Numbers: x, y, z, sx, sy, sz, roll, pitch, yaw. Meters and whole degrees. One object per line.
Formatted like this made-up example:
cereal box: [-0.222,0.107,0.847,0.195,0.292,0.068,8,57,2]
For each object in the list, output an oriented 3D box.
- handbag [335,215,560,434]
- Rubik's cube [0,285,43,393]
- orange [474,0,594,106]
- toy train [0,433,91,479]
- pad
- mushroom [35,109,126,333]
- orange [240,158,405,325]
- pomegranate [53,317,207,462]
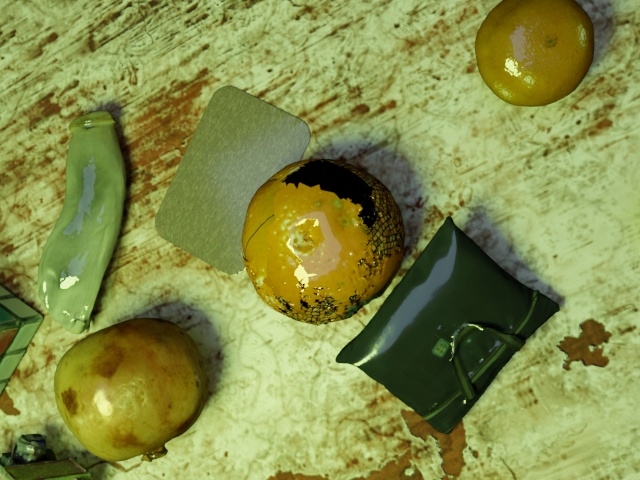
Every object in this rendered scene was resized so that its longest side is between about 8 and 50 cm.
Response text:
handbag: [0.178,0.126,0.984,0.211,0.088,0.254,36,98,-10]
Rubik's cube: [-0.643,0.165,1.091,0.256,0.253,0.259,34,98,10]
orange: [0.286,-0.257,0.955,0.156,0.124,0.156,0,99,-3]
toy train: [-0.455,0.436,1.082,0.177,0.134,0.260,12,94,47]
pad: [-0.141,-0.094,1.107,0.176,0.002,0.266,28,96,11]
mushroom: [-0.367,-0.029,1.115,0.109,0.097,0.351,10,88,10]
orange: [0.000,0.000,0.989,0.235,0.182,0.234,1,95,16]
pomegranate: [-0.272,0.221,1.030,0.215,0.215,0.215,0,90,12]
